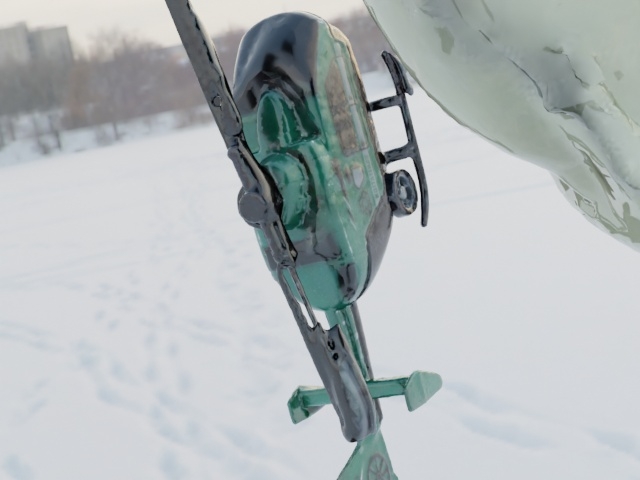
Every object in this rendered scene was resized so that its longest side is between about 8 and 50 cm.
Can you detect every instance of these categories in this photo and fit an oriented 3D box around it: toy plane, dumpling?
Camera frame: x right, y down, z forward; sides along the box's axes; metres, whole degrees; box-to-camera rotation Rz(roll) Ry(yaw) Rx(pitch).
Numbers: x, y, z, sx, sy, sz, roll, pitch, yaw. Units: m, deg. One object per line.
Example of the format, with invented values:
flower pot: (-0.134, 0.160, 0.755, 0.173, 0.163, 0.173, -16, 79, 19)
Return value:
toy plane: (0.000, 0.000, 0.801, 0.106, 0.381, 0.155, -10, 5, 32)
dumpling: (0.083, -0.151, 0.539, 0.187, 0.318, 0.243, -1, 0, -14)
